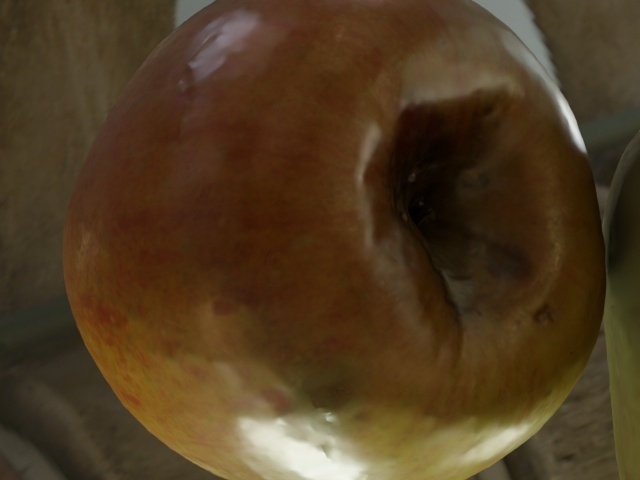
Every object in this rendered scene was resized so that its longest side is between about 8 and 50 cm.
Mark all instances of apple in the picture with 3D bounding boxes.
[{"bbox_3d":[0.000,0.000,0.938,0.299,0.275,0.299,6,-98,-43],"label":"apple"}]

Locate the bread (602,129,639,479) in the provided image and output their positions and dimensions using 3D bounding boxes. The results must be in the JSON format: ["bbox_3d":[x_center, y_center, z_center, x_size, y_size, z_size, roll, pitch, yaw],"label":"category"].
[{"bbox_3d":[0.330,0.083,0.918,0.253,0.348,0.376,32,-132,-58],"label":"bread"}]
